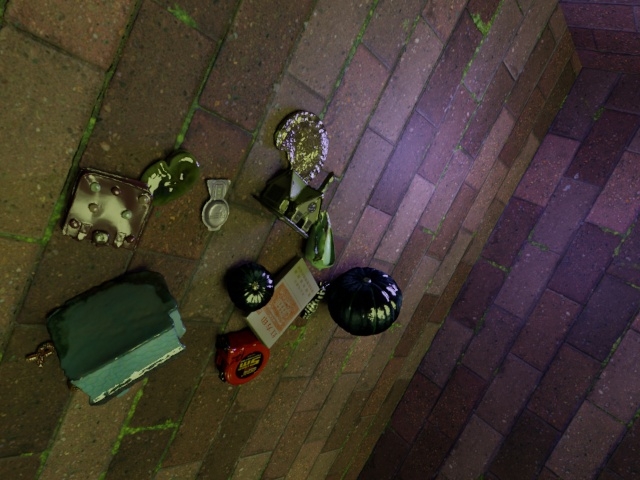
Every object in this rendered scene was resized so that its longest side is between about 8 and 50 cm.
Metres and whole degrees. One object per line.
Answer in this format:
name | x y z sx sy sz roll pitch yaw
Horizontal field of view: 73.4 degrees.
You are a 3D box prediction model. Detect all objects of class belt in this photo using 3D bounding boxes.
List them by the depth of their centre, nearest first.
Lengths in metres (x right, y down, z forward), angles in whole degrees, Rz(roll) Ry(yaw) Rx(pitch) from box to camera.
belt | -0.810 0.473 1.452 0.083 0.036 0.059 -38 142 -20

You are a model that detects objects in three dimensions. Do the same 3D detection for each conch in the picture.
conch | 0.000 0.012 1.873 0.143 0.137 0.251 -19 127 -35

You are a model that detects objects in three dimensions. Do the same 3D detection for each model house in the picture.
model house | -0.611 0.340 1.396 0.360 0.297 0.339 -31 141 -26
model house | -0.076 -0.188 1.619 0.279 0.204 0.218 -54 140 -2

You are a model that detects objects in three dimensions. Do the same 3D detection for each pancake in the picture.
pancake | -0.078 -0.347 1.655 0.288 0.033 0.286 29 94 -49

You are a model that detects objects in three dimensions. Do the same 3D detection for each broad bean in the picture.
broad bean | -0.469 -0.195 1.350 0.206 0.072 0.153 -44 136 4

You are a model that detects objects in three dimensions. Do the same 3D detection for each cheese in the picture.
cheese | -0.364 -0.122 1.506 0.105 0.042 0.191 -6 118 -43

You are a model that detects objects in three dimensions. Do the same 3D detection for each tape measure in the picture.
tape measure | -0.343 0.505 1.871 0.253 0.114 0.261 -8 123 -43

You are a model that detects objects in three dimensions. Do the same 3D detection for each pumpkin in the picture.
pumpkin | -0.272 0.184 1.693 0.194 0.194 0.150 -51 177 -7
pumpkin | 0.211 0.292 2.098 0.363 0.363 0.266 -27 130 -30

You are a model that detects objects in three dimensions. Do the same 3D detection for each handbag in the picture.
handbag | -0.611 -0.083 1.237 0.203 0.074 0.216 17 101 -33

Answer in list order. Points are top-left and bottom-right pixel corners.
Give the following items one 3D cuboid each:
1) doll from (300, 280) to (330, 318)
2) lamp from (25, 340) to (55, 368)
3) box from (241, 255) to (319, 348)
doll | -0.030 0.281 2.071 0.091 0.067 0.219 18 107 -52
lamp | -0.859 0.352 1.332 0.083 0.031 0.063 -49 140 -16
box | -0.163 0.263 1.856 0.365 0.051 0.205 -47 128 -29
